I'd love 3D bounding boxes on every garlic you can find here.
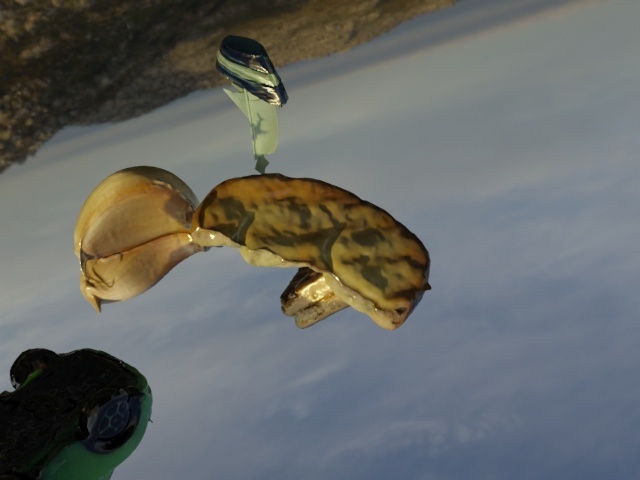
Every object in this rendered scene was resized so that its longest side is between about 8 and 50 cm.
[{"bbox_3d":[-0.391,-0.008,1.487,0.313,0.249,0.286,-23,169,-6],"label":"garlic"}]

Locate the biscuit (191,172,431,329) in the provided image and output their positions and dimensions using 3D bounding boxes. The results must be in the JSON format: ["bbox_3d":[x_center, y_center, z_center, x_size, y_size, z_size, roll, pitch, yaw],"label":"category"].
[{"bbox_3d":[0.000,-0.004,0.848,0.045,0.299,0.154,-53,-165,54],"label":"biscuit"}]

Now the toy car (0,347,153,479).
[{"bbox_3d":[-0.372,0.289,0.845,0.213,0.176,0.358,13,-141,37],"label":"toy car"}]

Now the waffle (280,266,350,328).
[{"bbox_3d":[0.050,0.055,1.567,0.224,0.098,0.328,-30,-169,26],"label":"waffle"}]

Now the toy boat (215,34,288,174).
[{"bbox_3d":[-0.145,-0.275,1.371,0.070,0.210,0.292,-28,161,-25],"label":"toy boat"}]
